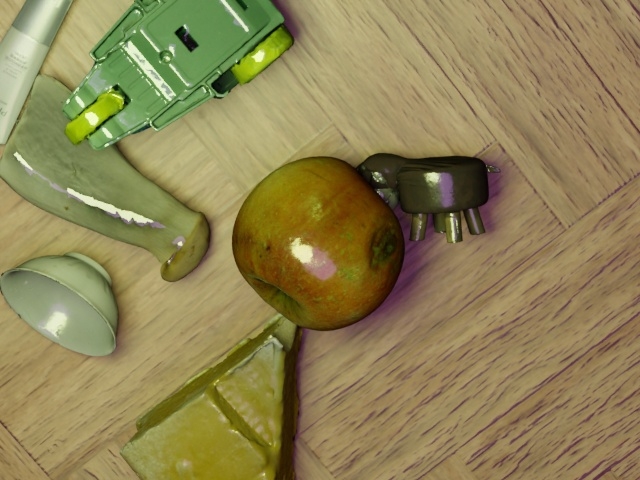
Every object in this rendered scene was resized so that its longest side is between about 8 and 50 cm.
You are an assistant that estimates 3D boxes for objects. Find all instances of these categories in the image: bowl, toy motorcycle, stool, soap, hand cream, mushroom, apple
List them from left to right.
[{"bbox_3d":[-0.418,-0.254,1.773,0.079,0.048,0.255,30,100,-7],"label":"hand cream"},{"bbox_3d":[-0.351,0.073,1.801,0.189,0.189,0.086,33,57,-6],"label":"bowl"},{"bbox_3d":[-0.293,-0.075,1.772,0.328,0.122,0.159,34,108,-7],"label":"mushroom"},{"bbox_3d":[-0.210,-0.241,1.713,0.326,0.200,0.191,-40,98,-4],"label":"toy motorcycle"},{"bbox_3d":[-0.063,0.322,1.824,0.304,0.169,0.339,-36,99,16],"label":"soap"},{"bbox_3d":[0.000,0.000,1.734,0.237,0.237,0.207,45,73,-8],"label":"apple"},{"bbox_3d":[0.142,-0.063,1.776,0.217,0.125,0.121,-1,103,10],"label":"stool"}]
